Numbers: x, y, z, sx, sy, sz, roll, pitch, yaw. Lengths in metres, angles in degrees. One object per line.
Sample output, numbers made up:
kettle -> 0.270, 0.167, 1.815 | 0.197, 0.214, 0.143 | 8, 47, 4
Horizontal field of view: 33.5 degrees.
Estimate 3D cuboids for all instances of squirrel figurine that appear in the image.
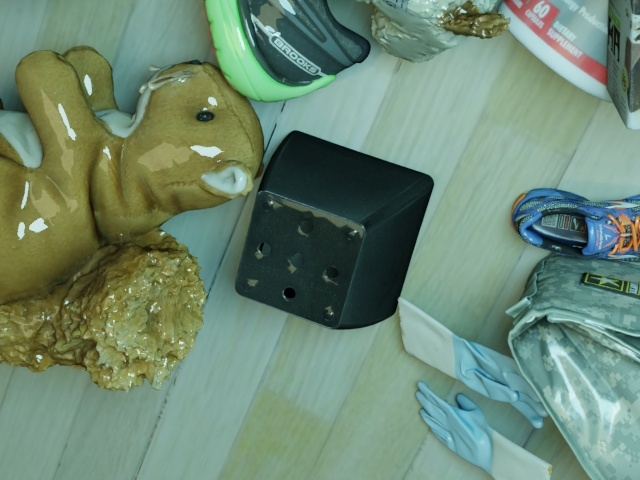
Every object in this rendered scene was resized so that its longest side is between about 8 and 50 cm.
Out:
squirrel figurine -> -0.239, -0.030, 1.225 | 0.371, 0.281, 0.396 | -8, 95, -1

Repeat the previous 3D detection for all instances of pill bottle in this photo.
pill bottle -> 0.317, -0.288, 1.025 | 0.161, 0.161, 0.283 | 39, 113, 5

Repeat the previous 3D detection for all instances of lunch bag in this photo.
lunch bag -> 0.321, 0.134, 1.102 | 0.287, 0.235, 0.169 | 46, 112, 1

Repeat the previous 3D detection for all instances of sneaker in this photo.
sneaker -> -0.044, -0.396, 1.135 | 0.202, 0.185, 0.482 | -9, 106, 2
sneaker -> 0.312, -0.007, 1.146 | 0.221, 0.087, 0.083 | 1, 106, 18

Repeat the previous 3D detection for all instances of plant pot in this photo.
plant pot -> 0.000, 0.000, 1.212 | 0.188, 0.167, 0.187 | 20, 110, 14

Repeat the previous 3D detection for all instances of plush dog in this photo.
plush dog -> 0.125, -0.306, 1.015 | 0.211, 0.262, 0.225 | 20, 83, 44

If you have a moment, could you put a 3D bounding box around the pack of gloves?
pack of gloves -> 0.188, 0.179, 1.207 | 0.232, 0.046, 0.195 | 29, 137, 47

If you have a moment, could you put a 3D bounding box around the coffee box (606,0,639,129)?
coffee box -> 0.333, -0.255, 0.884 | 0.168, 0.119, 0.297 | -4, 115, 7

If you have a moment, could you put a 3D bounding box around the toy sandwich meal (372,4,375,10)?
toy sandwich meal -> 0.093, -0.275, 1.176 | 0.086, 0.029, 0.085 | 5, 106, 17
